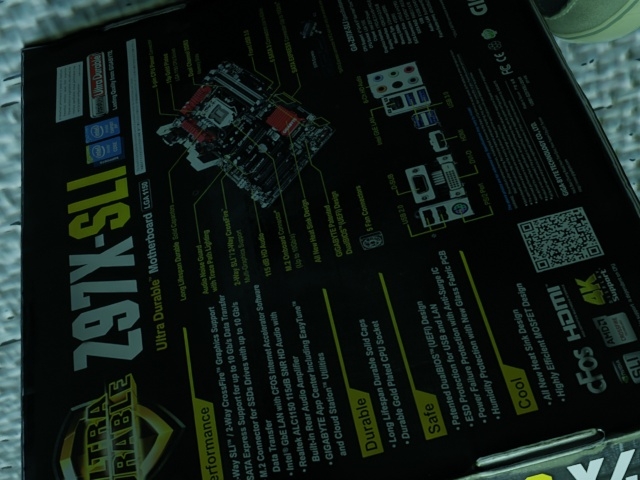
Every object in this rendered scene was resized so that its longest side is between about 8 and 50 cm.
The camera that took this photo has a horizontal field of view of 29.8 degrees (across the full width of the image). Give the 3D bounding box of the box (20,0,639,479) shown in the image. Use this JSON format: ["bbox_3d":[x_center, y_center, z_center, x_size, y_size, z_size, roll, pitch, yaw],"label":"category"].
[{"bbox_3d":[0.000,0.000,0.537,0.257,0.322,0.079,-17,136,3],"label":"box"}]

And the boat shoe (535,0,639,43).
[{"bbox_3d":[0.131,-0.157,0.541,0.081,0.079,0.227,2,165,-12],"label":"boat shoe"}]
